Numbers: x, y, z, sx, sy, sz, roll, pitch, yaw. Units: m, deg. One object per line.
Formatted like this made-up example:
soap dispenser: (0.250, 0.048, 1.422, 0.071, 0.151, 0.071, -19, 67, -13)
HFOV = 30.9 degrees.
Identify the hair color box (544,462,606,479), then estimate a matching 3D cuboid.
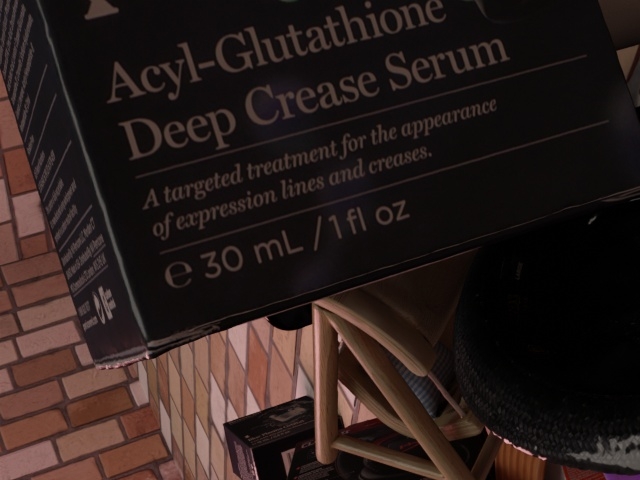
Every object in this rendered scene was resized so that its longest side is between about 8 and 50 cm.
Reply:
hair color box: (0.242, 0.250, 1.121, 0.093, 0.053, 0.167, 164, 91, -70)

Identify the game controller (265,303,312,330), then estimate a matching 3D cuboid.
game controller: (0.000, 0.000, 1.277, 0.067, 0.319, 0.166, -17, 88, 30)

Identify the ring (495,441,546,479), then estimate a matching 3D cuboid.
ring: (0.272, 0.250, 0.982, 0.336, 0.032, 0.336, 31, 129, 49)

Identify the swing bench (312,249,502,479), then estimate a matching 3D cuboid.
swing bench: (0.082, 0.027, 0.927, 0.165, 0.253, 0.254, 10, 141, 31)

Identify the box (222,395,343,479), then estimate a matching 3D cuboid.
box: (-0.056, 0.328, 1.854, 0.158, 0.156, 0.093, -166, 61, -68)

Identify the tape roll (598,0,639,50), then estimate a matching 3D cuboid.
tape roll: (0.161, -0.240, 0.754, 0.246, 0.169, 0.246, 164, 90, -70)

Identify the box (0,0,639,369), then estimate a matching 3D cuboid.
box: (-0.038, -0.159, 0.668, 0.395, 0.293, 0.212, 71, 160, 3)

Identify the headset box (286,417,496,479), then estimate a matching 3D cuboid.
headset box: (0.078, 0.274, 1.217, 0.293, 0.218, 0.110, -72, -37, -76)

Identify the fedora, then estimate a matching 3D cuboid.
fedora: (0.247, 0.043, 0.724, 0.152, 0.334, 0.334, 44, 174, -27)

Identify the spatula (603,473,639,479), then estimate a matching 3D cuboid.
spatula: (0.289, 0.145, 0.846, 0.296, 0.030, 0.084, -44, 66, 55)
